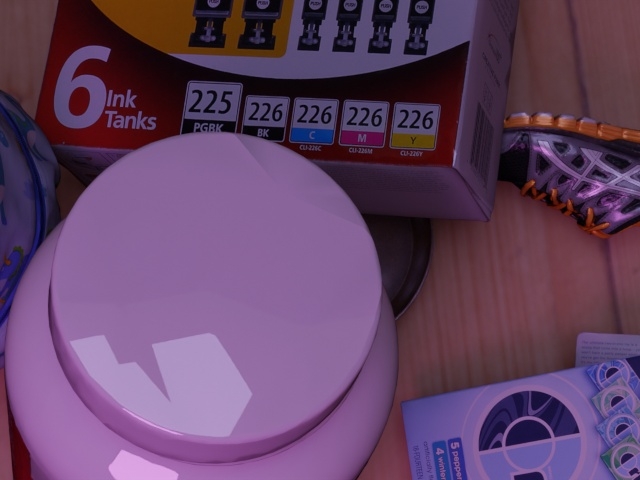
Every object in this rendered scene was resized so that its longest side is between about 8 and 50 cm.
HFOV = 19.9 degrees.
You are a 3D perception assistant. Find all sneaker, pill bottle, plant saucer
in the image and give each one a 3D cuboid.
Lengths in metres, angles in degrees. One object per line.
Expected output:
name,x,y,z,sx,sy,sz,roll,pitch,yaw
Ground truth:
sneaker,0.198,-0.043,1.329,0.215,0.084,0.083,8,85,4
pill bottle,-0.079,0.094,1.121,0.229,0.407,0.229,3,68,-7
plant saucer,0.000,0.000,1.351,0.169,0.029,0.168,0,78,2

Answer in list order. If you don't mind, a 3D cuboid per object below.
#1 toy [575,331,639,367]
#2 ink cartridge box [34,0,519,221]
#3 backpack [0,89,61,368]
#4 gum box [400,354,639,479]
toy,0.245,0.188,1.279,0.137,0.056,0.237,2,80,18
ink cartridge box,-0.022,-0.167,1.304,0.310,0.130,0.271,4,75,17
backpack,-0.344,0.013,1.219,0.356,0.273,0.290,-14,69,5
gum box,0.157,0.173,1.265,0.184,0.041,0.157,-14,76,24
